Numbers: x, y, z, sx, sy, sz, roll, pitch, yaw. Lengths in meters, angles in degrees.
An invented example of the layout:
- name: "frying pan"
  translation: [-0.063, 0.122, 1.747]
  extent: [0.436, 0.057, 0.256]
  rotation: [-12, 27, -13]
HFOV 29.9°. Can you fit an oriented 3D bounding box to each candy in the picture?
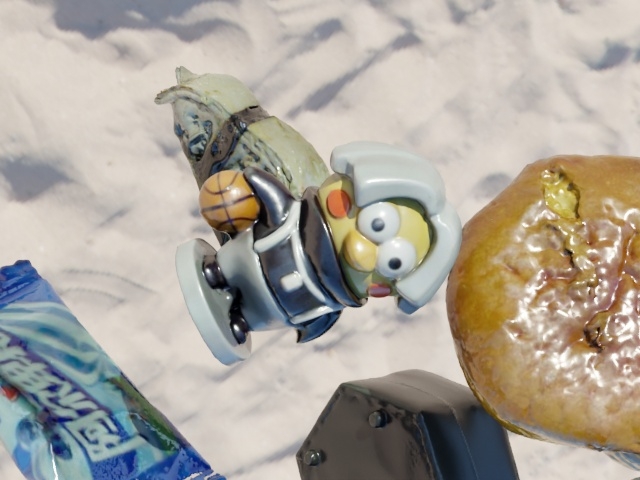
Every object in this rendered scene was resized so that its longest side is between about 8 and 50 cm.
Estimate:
- name: "candy"
  translation: [-0.256, 0.160, 1.158]
  extent: [0.187, 0.331, 0.077]
  rotation: [-26, 157, -43]

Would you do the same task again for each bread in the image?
- name: "bread"
  translation: [0.265, 0.064, 1.142]
  extent: [0.312, 0.312, 0.172]
  rotation: [-30, 166, -13]

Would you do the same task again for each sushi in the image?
- name: "sushi"
  translation: [-0.090, -0.125, 1.439]
  extent: [0.134, 0.273, 0.109]
  rotation: [-12, 159, -40]

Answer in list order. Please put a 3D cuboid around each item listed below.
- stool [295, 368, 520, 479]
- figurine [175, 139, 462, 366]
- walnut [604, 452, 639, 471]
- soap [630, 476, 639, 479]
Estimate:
- name: "stool"
  translation: [0.092, 0.256, 1.282]
  extent: [0.141, 0.232, 0.232]
  rotation: [-3, 123, -46]
- name: "figurine"
  translation: [0.000, 0.000, 1.034]
  extent: [0.236, 0.133, 0.176]
  rotation: [-21, 106, 10]
- name: "walnut"
  translation: [0.477, 0.230, 1.755]
  extent: [0.228, 0.228, 0.228]
  rotation: [-17, 129, -23]
- name: "soap"
  translation: [0.387, 0.307, 1.133]
  extent: [0.145, 0.231, 0.091]
  rotation: [-30, 173, 35]
